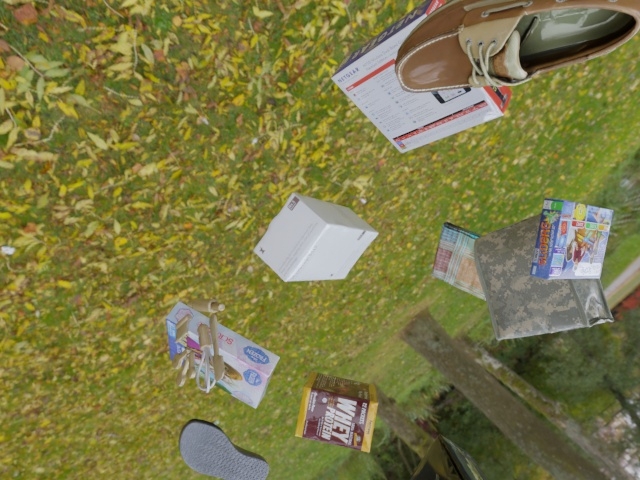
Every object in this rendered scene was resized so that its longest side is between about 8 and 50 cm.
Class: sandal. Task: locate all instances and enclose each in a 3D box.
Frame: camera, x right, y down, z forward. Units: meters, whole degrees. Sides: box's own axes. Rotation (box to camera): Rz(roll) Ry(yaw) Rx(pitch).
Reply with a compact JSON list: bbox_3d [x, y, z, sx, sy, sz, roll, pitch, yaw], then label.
[{"bbox_3d":[-0.226,0.487,1.033,0.097,0.054,0.254,-49,119,-14],"label":"sandal"}]

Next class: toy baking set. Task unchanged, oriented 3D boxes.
[{"bbox_3d":[-0.254,0.220,0.981,0.030,0.196,0.256,17,161,-38],"label":"toy baking set"}]

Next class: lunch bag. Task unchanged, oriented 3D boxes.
[{"bbox_3d":[0.530,0.083,1.123,0.169,0.286,0.235,0,162,-38],"label":"lunch bag"}]

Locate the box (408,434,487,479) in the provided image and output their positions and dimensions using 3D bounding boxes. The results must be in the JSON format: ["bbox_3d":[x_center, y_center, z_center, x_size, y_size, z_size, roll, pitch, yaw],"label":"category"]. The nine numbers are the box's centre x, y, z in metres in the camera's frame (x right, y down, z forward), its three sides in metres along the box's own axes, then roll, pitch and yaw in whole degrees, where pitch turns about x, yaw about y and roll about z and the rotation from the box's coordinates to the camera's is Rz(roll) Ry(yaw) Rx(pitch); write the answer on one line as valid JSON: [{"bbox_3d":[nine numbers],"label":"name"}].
[{"bbox_3d":[0.111,0.360,0.509,0.232,0.059,0.183,-56,176,0],"label":"box"}]

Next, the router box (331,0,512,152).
[{"bbox_3d":[0.240,-0.386,1.130,0.301,0.336,0.082,40,63,-25],"label":"router box"}]

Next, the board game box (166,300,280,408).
[{"bbox_3d":[-0.292,0.345,1.326,0.065,0.318,0.318,-59,173,-37],"label":"board game box"}]

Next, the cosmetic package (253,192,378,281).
[{"bbox_3d":[0.000,0.000,1.404,0.217,0.156,0.385,-55,157,17],"label":"cosmetic package"}]

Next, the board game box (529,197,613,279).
[{"bbox_3d":[0.457,0.001,0.820,0.201,0.035,0.136,4,97,-37],"label":"board game box"}]

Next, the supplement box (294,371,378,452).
[{"bbox_3d":[0.048,0.460,1.242,0.191,0.194,0.129,43,57,-83],"label":"supplement box"}]

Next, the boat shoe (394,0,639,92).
[{"bbox_3d":[0.249,-0.271,0.611,0.122,0.324,0.119,51,45,-35],"label":"boat shoe"}]

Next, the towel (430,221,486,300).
[{"bbox_3d":[0.550,0.105,1.479,0.040,0.370,0.271,-47,150,-36],"label":"towel"}]
